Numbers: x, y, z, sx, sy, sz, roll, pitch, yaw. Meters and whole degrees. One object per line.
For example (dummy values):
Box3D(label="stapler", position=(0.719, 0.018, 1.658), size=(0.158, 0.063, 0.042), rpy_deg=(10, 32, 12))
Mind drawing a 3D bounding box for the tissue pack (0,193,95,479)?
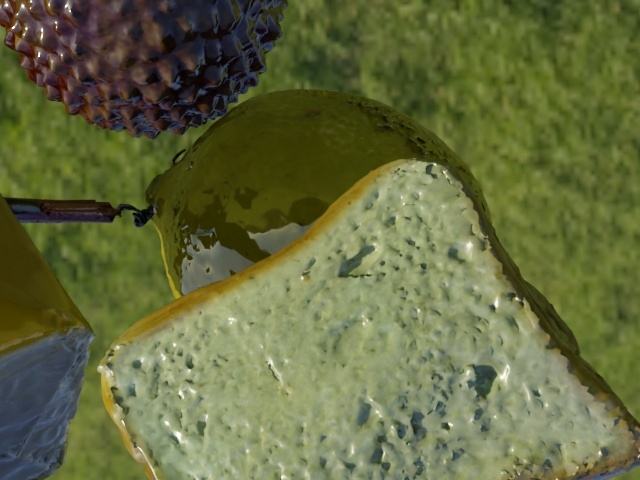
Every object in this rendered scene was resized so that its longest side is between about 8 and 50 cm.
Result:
Box3D(label="tissue pack", position=(-0.382, 0.026, 1.213), size=(0.293, 0.382, 0.228), rpy_deg=(-22, 149, -26))

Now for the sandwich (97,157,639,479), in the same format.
Box3D(label="sandwich", position=(0.022, 0.093, 0.943), size=(0.251, 0.226, 0.087), rpy_deg=(-33, 156, 3))

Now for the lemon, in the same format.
Box3D(label="lemon", position=(0.000, 0.000, 1.428), size=(0.310, 0.258, 0.258), rpy_deg=(21, 163, 8))

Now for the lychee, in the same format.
Box3D(label="lychee", position=(-0.106, -0.147, 0.968), size=(0.188, 0.188, 0.188), rpy_deg=(-3, 161, -1))

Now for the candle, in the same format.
Box3D(label="candle", position=(-0.201, -0.022, 1.332), size=(0.167, 0.021, 0.026), rpy_deg=(1, 164, -38))

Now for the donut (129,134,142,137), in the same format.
Box3D(label="donut", position=(-0.172, -0.226, 1.785), size=(0.089, 0.235, 0.235), rpy_deg=(-1, 162, 7))
